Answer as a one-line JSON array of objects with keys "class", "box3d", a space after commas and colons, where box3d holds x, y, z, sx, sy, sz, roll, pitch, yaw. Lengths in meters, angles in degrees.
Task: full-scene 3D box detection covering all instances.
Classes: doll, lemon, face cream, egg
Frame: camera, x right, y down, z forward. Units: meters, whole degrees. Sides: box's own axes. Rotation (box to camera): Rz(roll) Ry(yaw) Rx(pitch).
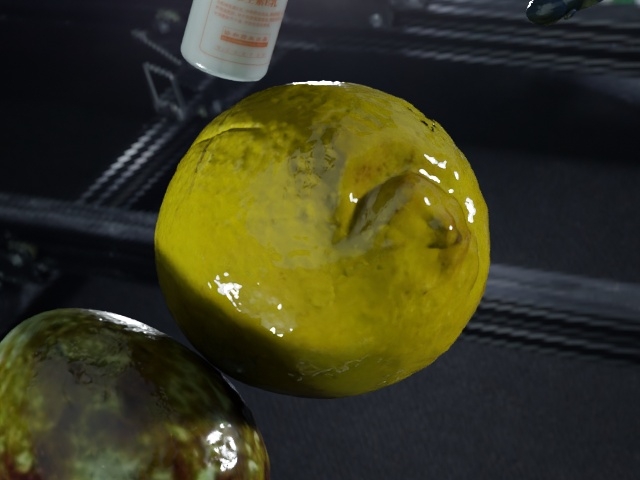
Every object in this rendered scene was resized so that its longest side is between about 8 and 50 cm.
[{"class": "doll", "box3d": [0.256, -0.237, 1.168, 0.125, 0.027, 0.037, -22, -152, -6]}, {"class": "lemon", "box3d": [0.001, 0.000, 1.061, 0.297, 0.297, 0.297, -7, -133, 7]}, {"class": "face cream", "box3d": [-0.072, -0.302, 1.297, 0.101, 0.252, 0.101, 16, -154, -8]}, {"class": "egg", "box3d": [-0.170, 0.189, 1.031, 0.238, 0.289, 0.238, -25, -175, 2]}]
